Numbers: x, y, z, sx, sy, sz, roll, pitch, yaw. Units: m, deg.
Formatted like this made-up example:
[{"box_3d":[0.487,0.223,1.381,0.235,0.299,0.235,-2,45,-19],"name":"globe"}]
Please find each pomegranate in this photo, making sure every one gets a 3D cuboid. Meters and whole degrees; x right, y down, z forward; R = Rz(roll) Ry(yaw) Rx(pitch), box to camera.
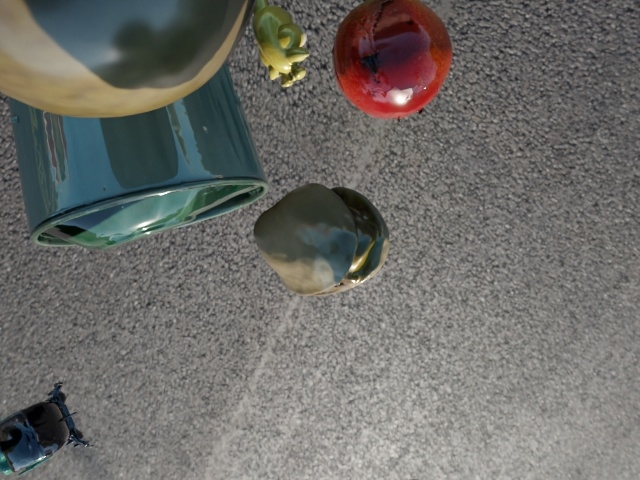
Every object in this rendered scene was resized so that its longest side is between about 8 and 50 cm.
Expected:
[{"box_3d":[0.122,-0.328,0.964,0.210,0.210,0.235,-1,79,-8],"name":"pomegranate"}]

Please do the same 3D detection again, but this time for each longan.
[{"box_3d":[-0.191,-0.252,0.423,0.318,0.319,0.319,-4,123,-6],"name":"longan"}]

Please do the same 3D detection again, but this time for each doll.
[{"box_3d":[-0.104,-0.410,0.964,0.117,0.086,0.291,-18,102,53],"name":"doll"}]

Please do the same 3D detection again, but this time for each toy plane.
[{"box_3d":[-0.439,0.293,0.812,0.155,0.381,0.107,-24,85,-33],"name":"toy plane"}]

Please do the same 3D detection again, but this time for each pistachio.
[{"box_3d":[0.000,0.000,0.527,0.113,0.149,0.113,-6,102,-27],"name":"pistachio"}]

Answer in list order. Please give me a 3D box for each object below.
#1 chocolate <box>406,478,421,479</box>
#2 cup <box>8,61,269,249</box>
[{"box_3d":[0.044,0.299,0.428,0.221,0.221,0.147,-18,89,3],"name":"chocolate"},{"box_3d":[-0.272,-0.190,0.796,0.310,0.401,0.393,-14,87,-18],"name":"cup"}]
